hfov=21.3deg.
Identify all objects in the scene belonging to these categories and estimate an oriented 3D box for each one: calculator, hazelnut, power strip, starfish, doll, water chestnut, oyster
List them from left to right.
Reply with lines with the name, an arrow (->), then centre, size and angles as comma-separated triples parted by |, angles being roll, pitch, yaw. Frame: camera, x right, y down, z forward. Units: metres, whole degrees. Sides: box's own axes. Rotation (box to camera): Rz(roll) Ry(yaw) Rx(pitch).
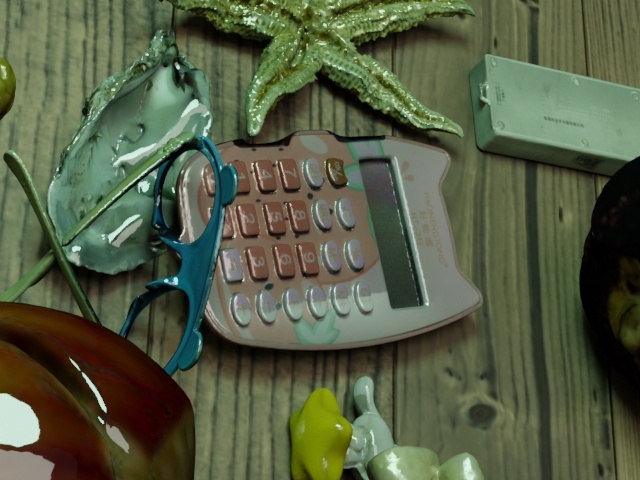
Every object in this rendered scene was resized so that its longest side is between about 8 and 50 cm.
hazelnut -> -0.246, 0.237, 1.204 | 0.359, 0.359, 0.409 | 4, 62, -26
oyster -> -0.178, -0.089, 1.586 | 0.199, 0.087, 0.252 | 5, 69, -39
starfish -> -0.002, -0.209, 1.755 | 0.358, 0.078, 0.347 | 49, 50, -8
calculator -> 0.000, 0.000, 1.634 | 0.330, 0.048, 0.220 | -3, 76, -34
doll -> 0.030, 0.180, 1.564 | 0.113, 0.071, 0.135 | 34, 48, -17
power strip -> 0.330, -0.123, 1.902 | 0.367, 0.043, 0.106 | 10, 60, -22
water chestnut -> 0.451, 0.028, 1.709 | 0.347, 0.335, 0.335 | -10, 68, -40

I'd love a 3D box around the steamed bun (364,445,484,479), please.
steamed bun -> 0.174, 0.377, 1.438 | 0.189, 0.247, 0.428 | -13, 78, -1

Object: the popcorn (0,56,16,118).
popcorn -> -0.391, -0.098, 1.400 | 0.276, 0.225, 0.276 | -14, 113, -34

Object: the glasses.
glasses -> -0.191, 0.002, 1.492 | 0.207, 0.102, 0.239 | 17, 81, -11
